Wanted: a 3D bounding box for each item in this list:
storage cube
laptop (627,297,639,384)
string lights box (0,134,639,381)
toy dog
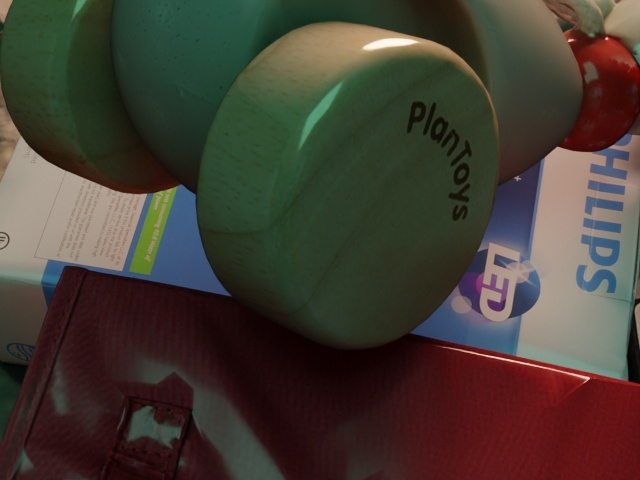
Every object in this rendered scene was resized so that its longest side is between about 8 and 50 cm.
[{"bbox_3d":[-0.002,0.146,0.402,0.193,0.215,0.184,12,56,2],"label":"storage cube"},{"bbox_3d":[0.312,0.067,0.368,0.407,0.236,0.382,1,38,5],"label":"laptop"},{"bbox_3d":[0.000,0.000,0.582,0.259,0.077,0.133,9,56,8],"label":"string lights box"},{"bbox_3d":[0.051,-0.095,0.448,0.220,0.161,0.333,17,26,24],"label":"toy dog"}]
